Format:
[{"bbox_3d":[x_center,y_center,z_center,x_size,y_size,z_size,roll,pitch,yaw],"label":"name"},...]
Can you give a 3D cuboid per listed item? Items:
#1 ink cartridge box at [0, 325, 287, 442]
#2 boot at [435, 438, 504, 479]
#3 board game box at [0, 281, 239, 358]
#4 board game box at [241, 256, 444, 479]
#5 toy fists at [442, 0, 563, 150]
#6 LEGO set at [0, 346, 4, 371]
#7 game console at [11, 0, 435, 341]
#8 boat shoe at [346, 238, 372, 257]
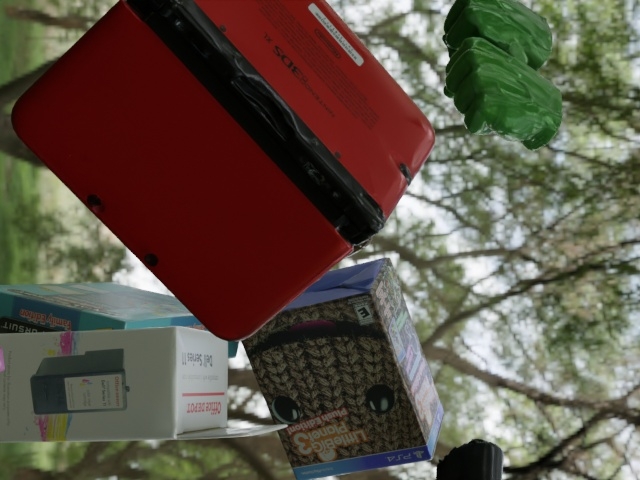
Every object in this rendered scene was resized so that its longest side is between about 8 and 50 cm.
[{"bbox_3d":[-0.227,0.160,1.124,0.207,0.354,0.119,41,48,-78],"label":"ink cartridge box"},{"bbox_3d":[0.214,0.360,1.375,0.246,0.094,0.207,111,-7,-54],"label":"boot"},{"bbox_3d":[-0.303,0.123,1.481,0.336,0.254,0.079,3,97,-67],"label":"board game box"},{"bbox_3d":[0.035,0.204,1.587,0.141,0.232,0.290,-55,128,-64],"label":"board game box"},{"bbox_3d":[0.228,-0.236,1.335,0.096,0.142,0.279,-44,-151,41],"label":"toy fists"},{"bbox_3d":[-0.374,0.069,0.792,0.093,0.227,0.086,-22,109,-65],"label":"LEGO set"},{"bbox_3d":[-0.037,-0.052,0.455,0.144,0.124,0.085,47,-46,-12],"label":"game console"},{"bbox_3d":[0.000,0.000,1.004,0.135,0.050,0.045,-23,-138,36],"label":"boat shoe"}]
